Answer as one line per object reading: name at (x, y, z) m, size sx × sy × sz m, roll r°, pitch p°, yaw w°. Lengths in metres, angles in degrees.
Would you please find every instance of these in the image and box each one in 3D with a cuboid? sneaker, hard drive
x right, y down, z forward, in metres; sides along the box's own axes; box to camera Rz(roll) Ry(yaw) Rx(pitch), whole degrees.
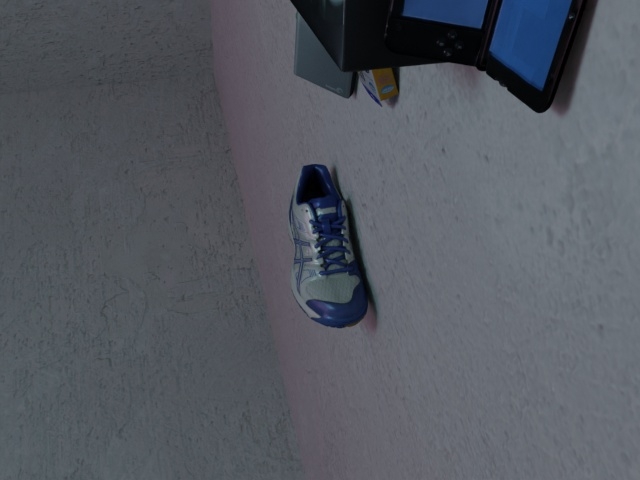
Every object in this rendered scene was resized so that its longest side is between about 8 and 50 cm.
sneaker at (0.000, 0.000, 1.115) m, size 0.131 × 0.111 × 0.296 m, roll 94°, pitch 163°, yaw -44°
hard drive at (0.009, -0.268, 0.966) m, size 0.094 × 0.022 × 0.135 m, roll 28°, pitch 145°, yaw 17°

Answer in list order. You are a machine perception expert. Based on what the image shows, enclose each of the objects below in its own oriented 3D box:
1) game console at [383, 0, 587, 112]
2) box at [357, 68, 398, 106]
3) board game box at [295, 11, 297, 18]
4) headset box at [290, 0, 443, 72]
game console at (0.111, -0.175, 0.485) m, size 0.085 × 0.124 × 0.144 m, roll -77°, pitch -3°, yaw -53°
box at (0.055, -0.226, 0.830) m, size 0.081 × 0.028 × 0.136 m, roll -116°, pitch 2°, yaw -56°
board game box at (-0.036, -0.533, 0.980) m, size 0.390 × 0.050 × 0.390 m, roll 99°, pitch 155°, yaw -50°
headset box at (0.048, -0.310, 0.614) m, size 0.283 × 0.131 × 0.246 m, roll -114°, pitch 20°, yaw -53°
